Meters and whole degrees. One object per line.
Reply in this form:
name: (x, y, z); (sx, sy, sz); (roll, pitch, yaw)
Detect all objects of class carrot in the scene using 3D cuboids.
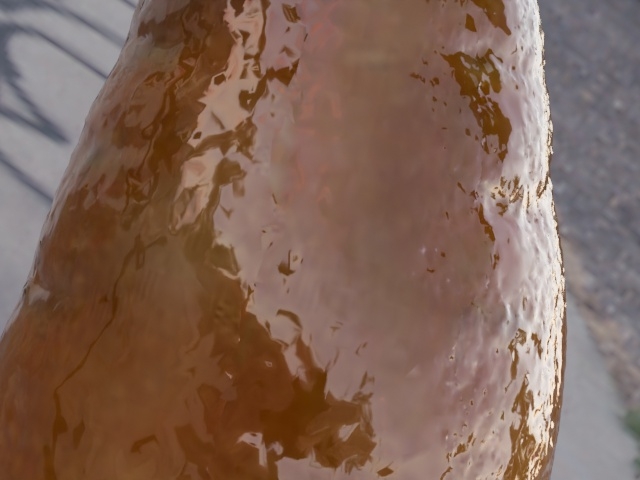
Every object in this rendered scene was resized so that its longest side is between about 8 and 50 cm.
carrot: (0.000, 0.000, 0.471); (0.159, 0.225, 0.159); (12, 0, 0)
